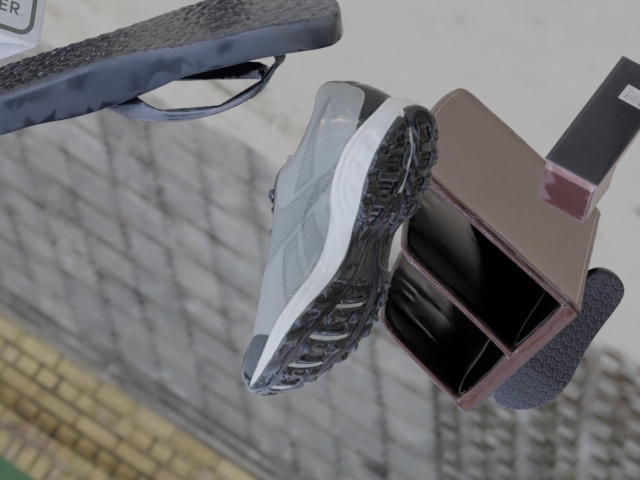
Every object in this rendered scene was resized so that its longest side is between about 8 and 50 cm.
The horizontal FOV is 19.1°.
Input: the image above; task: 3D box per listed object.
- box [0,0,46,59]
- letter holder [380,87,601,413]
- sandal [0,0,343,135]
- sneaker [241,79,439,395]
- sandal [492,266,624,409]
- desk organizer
[{"bbox_3d":[-0.204,-0.243,0.915,0.169,0.290,0.087,14,166,-35],"label":"box"},{"bbox_3d":[0.138,-0.006,1.861,0.214,0.152,0.302,44,-159,-5],"label":"letter holder"},{"bbox_3d":[-0.099,-0.104,1.179,0.254,0.097,0.054,-13,113,20],"label":"sandal"},{"bbox_3d":[0.000,0.000,1.511,0.108,0.272,0.100,33,-163,34],"label":"sneaker"},{"bbox_3d":[0.242,0.100,1.939,0.067,0.179,0.040,34,-170,-23],"label":"sandal"},{"bbox_3d":[0.220,-0.079,1.480,0.047,0.130,0.050,30,147,16],"label":"desk organizer"}]
